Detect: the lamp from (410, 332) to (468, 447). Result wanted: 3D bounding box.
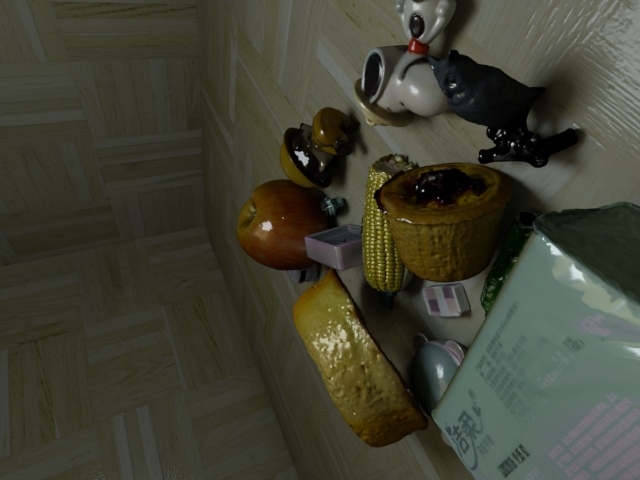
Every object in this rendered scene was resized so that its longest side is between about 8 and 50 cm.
[{"bbox_3d":[0.260,0.322,0.846,0.179,0.108,0.245,172,84,-70],"label":"lamp"}]

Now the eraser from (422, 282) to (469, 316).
[{"bbox_3d":[0.258,0.124,0.842,0.105,0.026,0.064,153,105,-66],"label":"eraser"}]

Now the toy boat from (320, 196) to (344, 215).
[{"bbox_3d":[0.035,-0.101,1.168,0.140,0.066,0.059,-62,-51,-83],"label":"toy boat"}]

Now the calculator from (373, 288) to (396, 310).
[{"bbox_3d":[0.162,0.111,1.056,0.094,0.019,0.141,8,110,62],"label":"calculator"}]

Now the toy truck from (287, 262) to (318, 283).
[{"bbox_3d":[-0.097,0.059,1.476,0.216,0.116,0.110,57,149,37],"label":"toy truck"}]

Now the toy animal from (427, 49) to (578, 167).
[{"bbox_3d":[0.242,-0.196,0.539,0.210,0.117,0.121,38,180,-29],"label":"toy animal"}]

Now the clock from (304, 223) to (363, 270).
[{"bbox_3d":[0.063,0.011,1.058,0.197,0.150,0.063,19,122,63],"label":"clock"}]

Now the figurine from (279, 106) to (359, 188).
[{"bbox_3d":[-0.015,-0.247,1.077,0.257,0.167,0.192,130,136,-59],"label":"figurine"}]

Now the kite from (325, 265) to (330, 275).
[{"bbox_3d":[0.001,0.000,1.353,0.141,0.015,0.245,138,119,-65],"label":"kite"}]

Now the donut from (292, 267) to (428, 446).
[{"bbox_3d":[0.070,0.274,0.955,0.435,0.164,0.377,59,178,21],"label":"donut"}]

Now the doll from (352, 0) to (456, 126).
[{"bbox_3d":[0.155,-0.342,0.714,0.208,0.144,0.271,12,118,41],"label":"doll"}]

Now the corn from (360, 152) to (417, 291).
[{"bbox_3d":[0.153,-0.032,0.893,0.123,0.122,0.305,-114,23,-64],"label":"corn"}]

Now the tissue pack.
[{"bbox_3d":[0.346,0.209,0.473,0.331,0.206,0.404,54,148,42],"label":"tissue pack"}]

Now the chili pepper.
[{"bbox_3d":[0.313,0.063,0.654,0.088,0.059,0.226,49,146,39],"label":"chili pepper"}]

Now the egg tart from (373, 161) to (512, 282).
[{"bbox_3d":[0.203,-0.035,0.675,0.215,0.215,0.170,38,146,55],"label":"egg tart"}]

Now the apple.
[{"bbox_3d":[-0.127,-0.043,1.266,0.301,0.302,0.301,43,140,52],"label":"apple"}]
